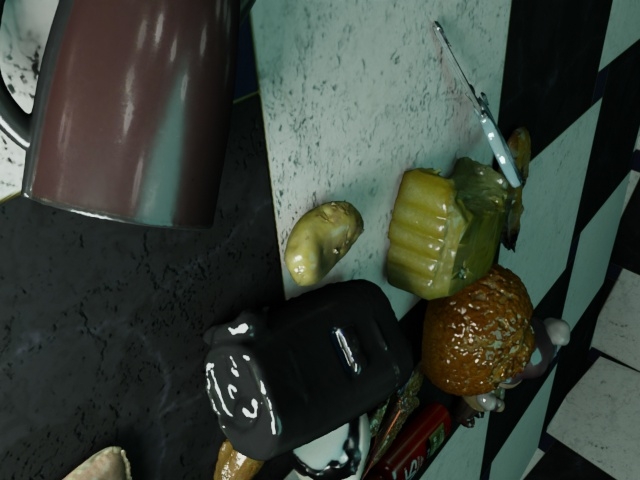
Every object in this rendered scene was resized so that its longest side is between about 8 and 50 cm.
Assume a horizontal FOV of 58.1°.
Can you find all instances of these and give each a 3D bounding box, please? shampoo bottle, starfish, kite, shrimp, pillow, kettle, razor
[{"bbox_3d":[0.188,0.490,1.298,0.314,0.076,0.118,-28,133,-43],"label":"shampoo bottle"},{"bbox_3d":[0.159,0.351,1.197,0.302,0.060,0.299,-17,120,-49],"label":"starfish"},{"bbox_3d":[0.100,0.313,0.945,0.234,0.016,0.321,-63,168,-7],"label":"kite"},{"bbox_3d":[0.451,-0.116,1.333,0.164,0.062,0.317,-42,136,-37],"label":"shrimp"},{"bbox_3d":[-0.255,0.328,0.640,0.135,0.034,0.211,-38,138,-38],"label":"pillow"},{"bbox_3d":[-0.157,-0.139,0.446,0.202,0.144,0.232,9,96,-24],"label":"kettle"},{"bbox_3d":[-0.005,0.158,0.771,0.327,0.107,0.189,-9,72,-52],"label":"razor"}]

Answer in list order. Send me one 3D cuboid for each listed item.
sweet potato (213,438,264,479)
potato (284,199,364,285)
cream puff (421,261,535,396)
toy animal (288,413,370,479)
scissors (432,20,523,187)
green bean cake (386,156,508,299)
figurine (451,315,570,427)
[{"bbox_3d":[-0.115,0.314,0.807,0.068,0.060,0.206,25,89,-19],"label":"sweet potato"},{"bbox_3d":[0.000,0.000,0.770,0.138,0.070,0.091,-40,142,-32],"label":"potato"},{"bbox_3d":[0.333,0.187,1.196,0.303,0.212,0.303,-33,130,-49],"label":"cream puff"},{"bbox_3d":[0.015,0.304,0.901,0.179,0.138,0.166,75,22,-52],"label":"toy animal"},{"bbox_3d":[0.271,-0.238,0.987,0.360,0.029,0.191,46,29,-42],"label":"scissors"},{"bbox_3d":[0.232,-0.025,1.026,0.236,0.124,0.233,-18,123,-48],"label":"green bean cake"},{"bbox_3d":[0.475,0.347,1.497,0.218,0.206,0.365,-7,116,-37],"label":"figurine"}]
